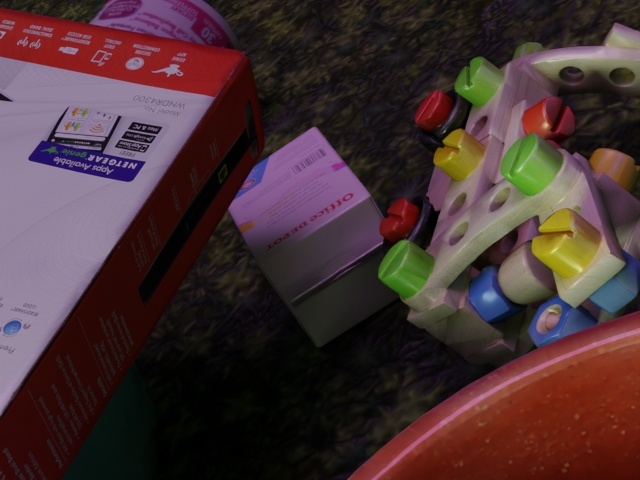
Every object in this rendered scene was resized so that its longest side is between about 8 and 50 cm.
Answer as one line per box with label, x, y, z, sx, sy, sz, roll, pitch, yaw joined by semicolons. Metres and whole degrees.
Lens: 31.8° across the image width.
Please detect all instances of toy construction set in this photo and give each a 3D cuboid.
toy construction set;0.148;-0.048;0.701;0.215;0.151;0.327;-33;14;49

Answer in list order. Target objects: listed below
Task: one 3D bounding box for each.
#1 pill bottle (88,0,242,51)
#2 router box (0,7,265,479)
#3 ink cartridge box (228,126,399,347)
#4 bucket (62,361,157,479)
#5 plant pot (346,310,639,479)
pill bottle;-0.195;-0.100;1.052;0.160;0.160;0.283;-6;42;35
router box;-0.245;-0.016;0.665;0.335;0.082;0.301;13;51;19
ink cartridge box;0.000;0.000;0.819;0.092;0.090;0.143;-33;34;1
bucket;-0.252;0.099;0.742;0.281;0.183;0.281;-4;49;5
plant pot;0.138;0.199;0.282;0.272;0.265;0.272;-23;34;16
